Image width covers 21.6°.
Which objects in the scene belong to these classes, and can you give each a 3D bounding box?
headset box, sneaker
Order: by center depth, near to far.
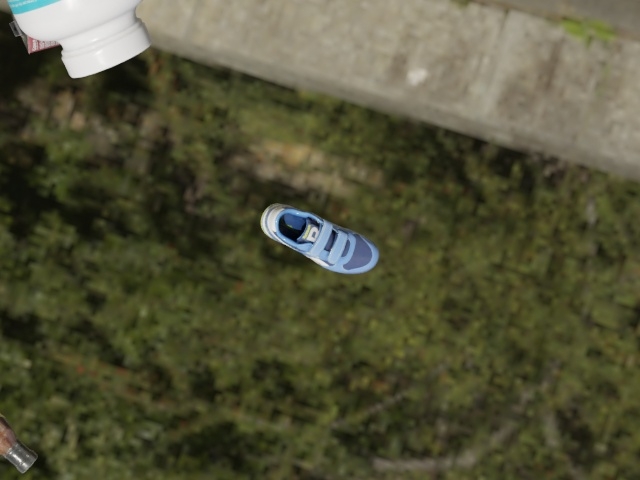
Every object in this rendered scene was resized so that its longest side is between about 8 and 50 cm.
[{"bbox_3d":[0.000,0.000,1.939,0.144,0.053,0.059,20,174,-5],"label":"sneaker"},{"bbox_3d":[-0.320,-0.257,1.956,0.083,0.062,0.032,-19,149,-18],"label":"headset box"}]

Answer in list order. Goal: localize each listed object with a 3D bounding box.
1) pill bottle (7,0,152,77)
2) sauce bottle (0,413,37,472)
[{"bbox_3d":[-0.261,-0.300,1.672,0.146,0.264,0.146,-20,-164,6],"label":"pill bottle"},{"bbox_3d":[-0.361,0.200,1.807,0.128,0.042,0.042,45,172,-10],"label":"sauce bottle"}]
